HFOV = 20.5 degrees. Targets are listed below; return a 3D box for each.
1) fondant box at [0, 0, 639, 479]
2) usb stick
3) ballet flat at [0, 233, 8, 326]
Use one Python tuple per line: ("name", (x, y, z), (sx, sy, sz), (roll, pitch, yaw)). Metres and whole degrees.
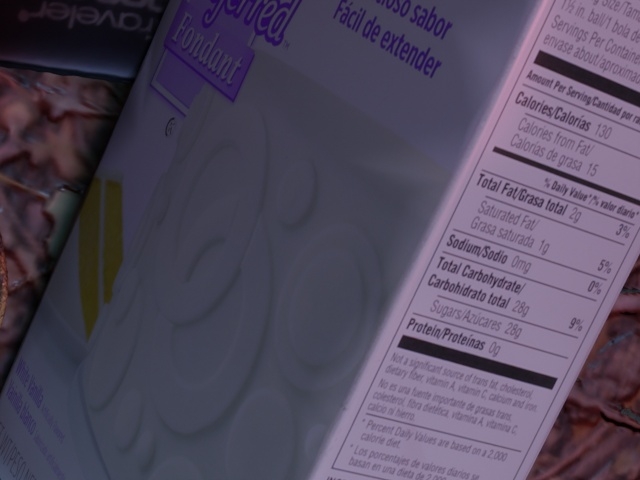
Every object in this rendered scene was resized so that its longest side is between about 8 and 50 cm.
("fondant box", (0.000, 0.000, 0.684), (0.096, 0.238, 0.330), (19, 103, -33))
("usb stick", (-0.078, -0.105, 0.766), (0.278, 0.045, 0.077), (4, 106, -33))
("ballet flat", (-0.228, -0.095, 0.634), (0.123, 0.123, 0.348), (-36, 113, -21))
